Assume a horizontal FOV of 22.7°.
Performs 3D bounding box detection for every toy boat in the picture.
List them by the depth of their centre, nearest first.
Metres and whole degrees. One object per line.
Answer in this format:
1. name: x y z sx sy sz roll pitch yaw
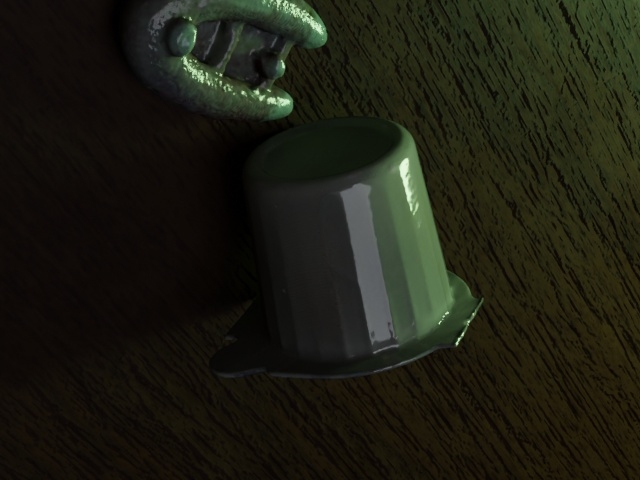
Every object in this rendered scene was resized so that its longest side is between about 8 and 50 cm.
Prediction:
1. toy boat: -0.091 -0.188 1.546 0.227 0.085 0.155 17 109 -40

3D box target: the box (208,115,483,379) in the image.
1. box: 0.000 0.000 1.655 0.291 0.262 0.206 -17 115 -14
